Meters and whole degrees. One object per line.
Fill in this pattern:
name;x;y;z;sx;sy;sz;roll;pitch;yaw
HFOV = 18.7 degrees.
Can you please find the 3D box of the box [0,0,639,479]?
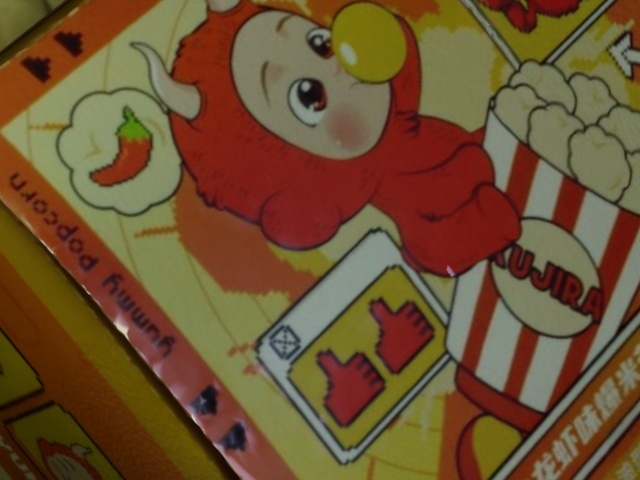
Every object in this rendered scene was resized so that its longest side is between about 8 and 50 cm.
box;0.000;0.000;0.734;0.283;0.214;0.259;-44;99;-30
